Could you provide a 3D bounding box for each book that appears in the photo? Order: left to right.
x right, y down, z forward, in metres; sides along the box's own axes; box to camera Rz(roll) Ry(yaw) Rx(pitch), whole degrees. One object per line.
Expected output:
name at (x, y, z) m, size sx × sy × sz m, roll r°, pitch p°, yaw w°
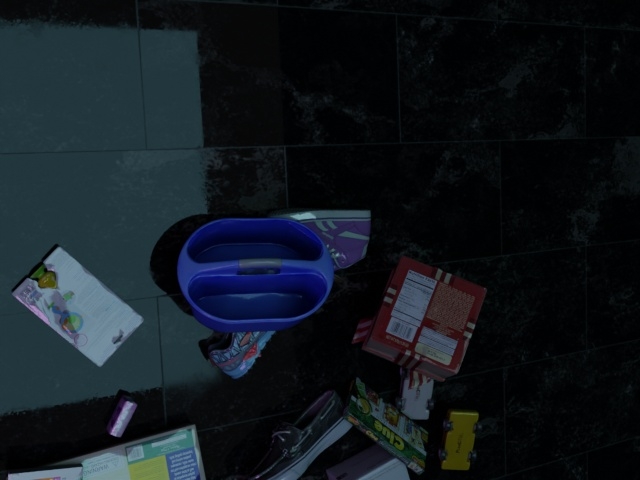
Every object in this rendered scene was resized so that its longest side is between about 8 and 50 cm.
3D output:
book at (-0.570, 0.520, 1.417) m, size 0.144 × 0.035 × 0.096 m, roll 2°, pitch 86°, yaw -25°

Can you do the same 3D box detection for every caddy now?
caddy at (-0.144, 0.074, 1.513) m, size 0.341 × 0.179 × 0.241 m, roll -1°, pitch 70°, yaw -14°

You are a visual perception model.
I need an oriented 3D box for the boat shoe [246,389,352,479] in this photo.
boat shoe at (-0.068, 0.494, 1.686) m, size 0.335 × 0.121 × 0.119 m, roll -36°, pitch 101°, yaw -30°

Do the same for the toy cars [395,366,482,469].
toy cars at (0.317, 0.460, 1.871) m, size 0.176 × 0.087 × 0.393 m, roll -36°, pitch 107°, yaw 8°

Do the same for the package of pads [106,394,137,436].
package of pads at (-0.441, 0.390, 1.519) m, size 0.032 × 0.050 × 0.083 m, roll 30°, pitch 81°, yaw -25°

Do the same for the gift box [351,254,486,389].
gift box at (0.232, 0.213, 1.689) m, size 0.255 × 0.258 × 0.276 m, roll 26°, pitch 77°, yaw 7°

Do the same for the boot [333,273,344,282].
boot at (-0.004, 0.131, 1.717) m, size 0.106 × 0.037 × 0.114 m, roll 19°, pitch 82°, yaw -13°

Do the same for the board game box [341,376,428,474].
board game box at (0.171, 0.475, 1.759) m, size 0.260 × 0.030 × 0.136 m, roll 39°, pitch 33°, yaw -11°

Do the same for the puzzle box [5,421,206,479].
puzzle box at (-0.449, 0.588, 1.504) m, size 0.409 × 0.052 × 0.272 m, roll -10°, pitch 87°, yaw -25°

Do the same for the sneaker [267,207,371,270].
sneaker at (0.001, 0.000, 1.677) m, size 0.282 × 0.102 × 0.161 m, roll 1°, pitch 97°, yaw -26°

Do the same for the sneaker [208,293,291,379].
sneaker at (-0.168, 0.191, 1.608) m, size 0.125 × 0.104 × 0.262 m, roll 36°, pitch 78°, yaw -22°

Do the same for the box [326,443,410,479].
box at (0.136, 0.655, 1.782) m, size 0.181 × 0.119 × 0.181 m, roll -21°, pitch 103°, yaw -23°

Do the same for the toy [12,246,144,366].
toy at (-0.514, 0.140, 1.462) m, size 0.237 × 0.056 × 0.137 m, roll 45°, pitch 79°, yaw -17°
